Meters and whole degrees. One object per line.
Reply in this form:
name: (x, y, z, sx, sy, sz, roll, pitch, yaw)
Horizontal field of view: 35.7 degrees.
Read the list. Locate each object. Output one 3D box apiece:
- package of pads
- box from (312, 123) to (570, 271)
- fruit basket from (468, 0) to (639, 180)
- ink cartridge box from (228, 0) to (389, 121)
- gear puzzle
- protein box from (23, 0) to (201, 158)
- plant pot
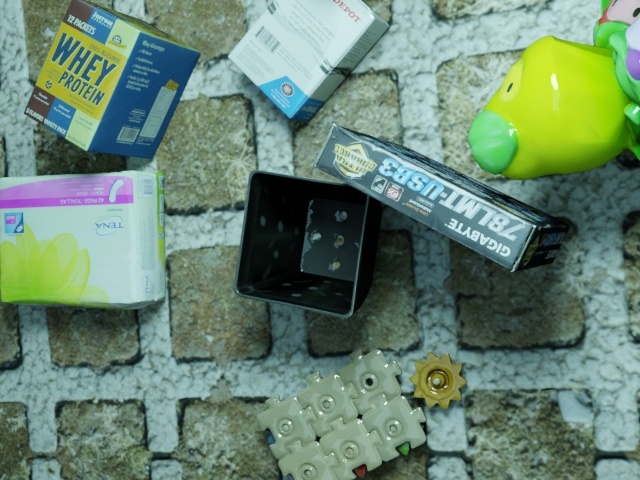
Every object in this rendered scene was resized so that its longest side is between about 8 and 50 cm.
package of pads: (-0.406, 0.002, 1.684, 0.297, 0.101, 0.229, -2, 90, 22)
box: (0.174, -0.056, 1.348, 0.296, 0.293, 0.073, 28, 102, 18)
fruit basket: (0.359, -0.217, 1.217, 0.392, 0.392, 0.282, 3, 115, 22)
ink cartridge box: (-0.017, -0.307, 1.529, 0.148, 0.086, 0.203, 47, 106, 14)
gear puzzle: (0.071, 0.262, 1.536, 0.339, 0.044, 0.175, -31, 78, 17)
protein box: (-0.329, -0.255, 1.594, 0.136, 0.200, 0.201, 30, 101, 18)
plant pot: (0.000, 0.000, 1.487, 0.188, 0.167, 0.188, 10, 96, 21)
